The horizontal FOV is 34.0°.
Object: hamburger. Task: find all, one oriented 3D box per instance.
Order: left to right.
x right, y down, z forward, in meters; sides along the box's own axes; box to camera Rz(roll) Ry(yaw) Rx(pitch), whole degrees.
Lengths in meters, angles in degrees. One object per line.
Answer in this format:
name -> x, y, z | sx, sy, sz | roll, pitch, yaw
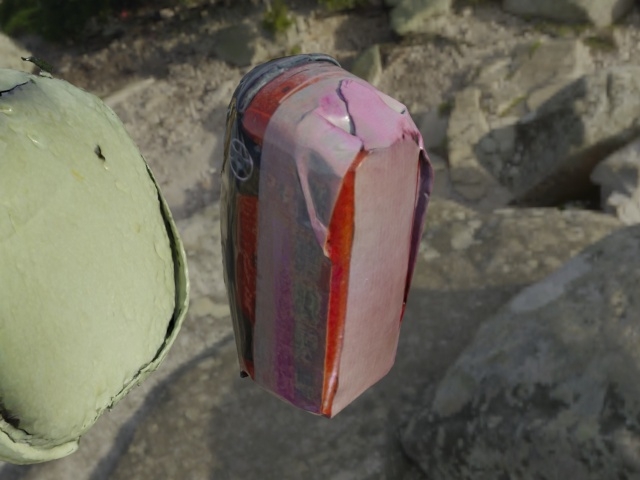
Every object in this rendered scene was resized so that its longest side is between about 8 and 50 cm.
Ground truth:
hamburger -> -0.104, 0.008, 0.353 | 0.062, 0.133, 0.140 | -9, 8, 24

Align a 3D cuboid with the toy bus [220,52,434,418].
toy bus -> 0.000, 0.000, 0.893 | 0.127, 0.302, 0.147 | -27, 46, -37
